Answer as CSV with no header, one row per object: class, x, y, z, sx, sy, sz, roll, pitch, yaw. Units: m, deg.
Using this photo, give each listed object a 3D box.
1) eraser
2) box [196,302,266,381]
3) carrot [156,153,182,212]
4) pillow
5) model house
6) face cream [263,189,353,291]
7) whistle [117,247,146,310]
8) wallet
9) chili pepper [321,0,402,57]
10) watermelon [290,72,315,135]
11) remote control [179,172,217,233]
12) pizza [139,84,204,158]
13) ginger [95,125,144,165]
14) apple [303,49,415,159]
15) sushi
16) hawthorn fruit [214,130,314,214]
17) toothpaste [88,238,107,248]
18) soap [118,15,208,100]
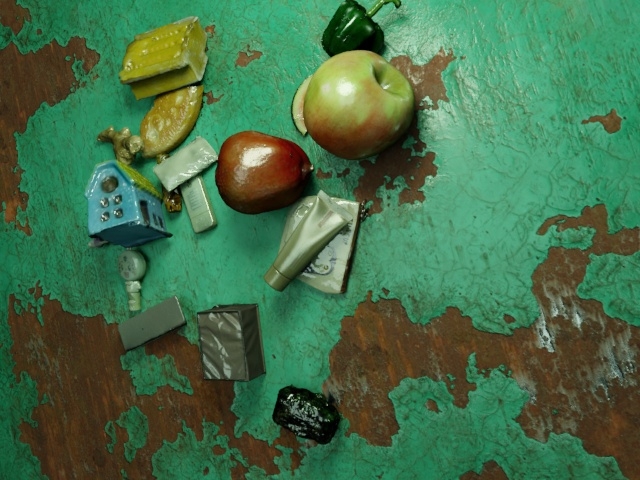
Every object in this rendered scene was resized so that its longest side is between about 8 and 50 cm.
eraser,-0.643,0.323,1.750,0.352,0.077,0.111,-27,79,18
box,-0.309,0.354,1.592,0.188,0.153,0.252,-5,87,19
carrot,-0.569,-0.217,1.724,0.069,0.069,0.228,-15,83,19
pillow,-0.494,-0.282,1.675,0.229,0.051,0.128,-35,70,-4
model house,-0.704,-0.139,1.669,0.216,0.237,0.303,-18,76,4
face cream,-0.052,0.013,1.476,0.137,0.084,0.341,41,100,9
whistle,-0.728,0.145,1.785,0.126,0.067,0.258,-1,94,30
wallet,0.002,0.000,1.523,0.275,0.068,0.335,15,97,17
chili pepper,0.126,-0.668,1.430,0.261,0.174,0.165,-48,51,15
watermelon,-0.029,-0.477,1.542,0.119,0.063,0.245,32,96,-2
remote control,-0.457,-0.144,1.700,0.098,0.038,0.233,-23,82,17
pizza,-0.566,-0.453,1.718,0.182,0.074,0.365,43,106,12
ginger,-0.765,-0.368,1.760,0.334,0.081,0.148,34,121,38
apple,0.106,-0.391,1.367,0.277,0.319,0.319,-41,76,45
sushi,-0.047,0.569,1.513,0.225,0.124,0.127,20,97,19
hawthorn fruit,-0.189,-0.220,1.488,0.311,0.295,0.295,-13,85,-15
toothpaste,-0.788,-0.034,1.814,0.301,0.048,0.075,-21,56,12
soap,-0.562,-0.664,1.662,0.281,0.143,0.259,-8,62,21
